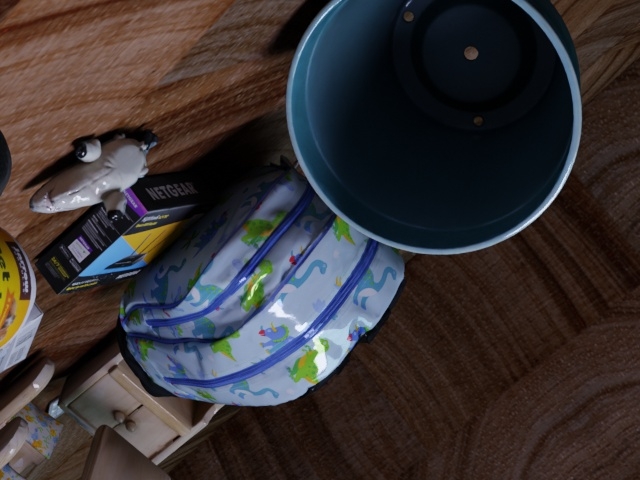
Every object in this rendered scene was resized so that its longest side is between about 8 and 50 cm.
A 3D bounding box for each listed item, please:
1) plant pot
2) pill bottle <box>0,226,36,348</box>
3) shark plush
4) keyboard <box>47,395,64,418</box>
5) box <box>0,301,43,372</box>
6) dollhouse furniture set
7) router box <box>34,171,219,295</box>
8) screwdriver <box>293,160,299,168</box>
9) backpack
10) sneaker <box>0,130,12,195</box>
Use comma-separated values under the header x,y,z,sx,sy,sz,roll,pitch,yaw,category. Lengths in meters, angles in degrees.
x,y,z,sx,sy,sz,roll,pitch,yaw,category
0.131,-0.155,1.794,0.271,0.271,0.255,-41,-175,24,plant pot
-0.301,0.038,1.471,0.117,0.117,0.215,-39,172,8,pill bottle
-0.194,-0.071,1.652,0.067,0.073,0.161,-20,-156,33,shark plush
-0.282,0.177,2.637,0.256,0.014,0.072,-34,171,-25,keyboard
-0.381,0.134,1.924,0.186,0.038,0.145,-34,171,-26,box
-0.209,0.255,2.280,0.256,0.362,0.394,-40,-161,24,dollhouse furniture set
-0.195,-0.009,1.893,0.133,0.046,0.179,-41,171,19,router box
-0.067,-0.051,2.314,0.024,0.025,0.170,-28,158,-46,screwdriver
-0.062,0.050,2.015,0.290,0.273,0.355,-44,-149,-15,backpack
-0.341,-0.018,1.140,0.314,0.116,0.136,-22,174,-37,sneaker
